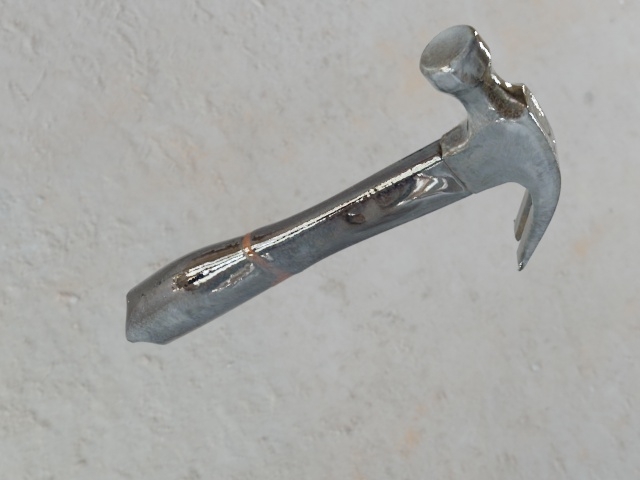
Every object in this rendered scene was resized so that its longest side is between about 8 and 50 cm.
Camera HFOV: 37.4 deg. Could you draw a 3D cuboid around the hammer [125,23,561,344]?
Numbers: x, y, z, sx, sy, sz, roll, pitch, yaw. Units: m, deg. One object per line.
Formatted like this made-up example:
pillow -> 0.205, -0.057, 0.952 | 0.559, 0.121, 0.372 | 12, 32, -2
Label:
hammer -> 0.000, 0.000, 0.536 | 0.137, 0.289, 0.037 | 43, 35, -32
